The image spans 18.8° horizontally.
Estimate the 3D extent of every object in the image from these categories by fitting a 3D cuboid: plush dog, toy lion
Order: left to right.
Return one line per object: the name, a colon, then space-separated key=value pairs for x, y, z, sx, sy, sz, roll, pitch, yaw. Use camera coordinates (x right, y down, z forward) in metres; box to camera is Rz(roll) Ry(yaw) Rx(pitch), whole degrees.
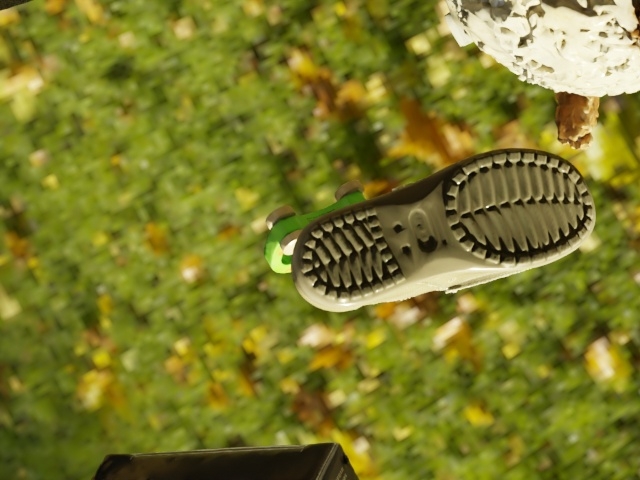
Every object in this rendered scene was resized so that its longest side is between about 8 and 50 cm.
toy lion: x=0.000 y=0.000 z=1.497 sx=0.034 sy=0.100 sz=0.096 roll=58 pitch=152 yaw=23
plush dog: x=0.146 y=-0.147 z=1.112 sx=0.262 sy=0.225 sz=0.210 roll=18 pitch=104 yaw=14

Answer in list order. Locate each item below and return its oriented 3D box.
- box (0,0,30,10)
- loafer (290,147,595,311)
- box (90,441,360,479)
box: x=-0.278 y=-0.205 z=1.181 sx=0.216 sy=0.270 sz=0.060 roll=27 pitch=117 yaw=19
loafer: x=0.050 y=-0.004 z=0.845 sx=0.050 sy=0.148 sz=0.056 roll=158 pitch=100 yaw=-68
box: x=-0.032 y=0.219 z=1.038 sx=0.153 sy=0.108 sz=0.207 roll=-6 pitch=126 yaw=30
